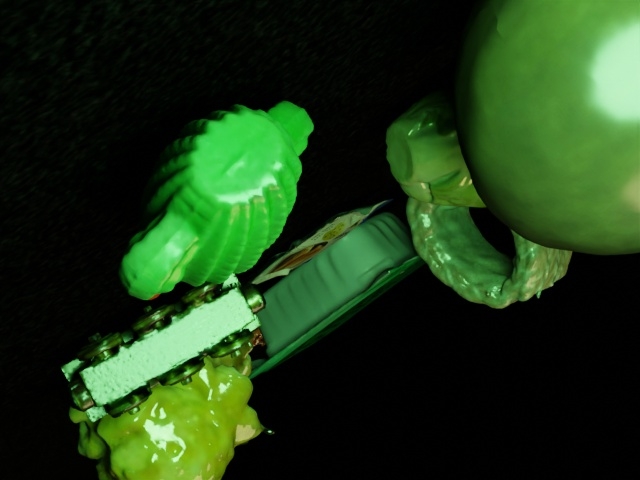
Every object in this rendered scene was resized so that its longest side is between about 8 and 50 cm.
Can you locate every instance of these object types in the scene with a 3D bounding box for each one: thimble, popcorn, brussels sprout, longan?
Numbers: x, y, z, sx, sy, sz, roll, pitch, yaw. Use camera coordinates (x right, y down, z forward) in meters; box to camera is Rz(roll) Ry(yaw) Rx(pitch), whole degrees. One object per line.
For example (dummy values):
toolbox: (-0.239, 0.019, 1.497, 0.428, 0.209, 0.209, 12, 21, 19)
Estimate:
thimble: (0.235, -0.025, 1.573, 0.196, 0.229, 0.148, -16, -176, 39)
popcorn: (-0.183, 0.199, 1.317, 0.253, 0.191, 0.190, -42, -168, -24)
brussels sprout: (0.160, -0.103, 1.089, 0.145, 0.131, 0.183, 18, -142, 37)
longan: (0.231, -0.129, 0.826, 0.300, 0.243, 0.300, -42, 144, -41)

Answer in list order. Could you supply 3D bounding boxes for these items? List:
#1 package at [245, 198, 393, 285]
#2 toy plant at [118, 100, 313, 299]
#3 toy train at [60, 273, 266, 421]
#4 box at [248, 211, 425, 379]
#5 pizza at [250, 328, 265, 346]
package: (0.000, 0.000, 1.470, 0.171, 0.027, 0.173, -38, 169, 30)
toy plant: (-0.062, -0.027, 0.729, 0.155, 0.088, 0.240, -50, 179, 6)
toy train: (-0.165, 0.109, 1.181, 0.225, 0.090, 0.137, -28, -177, -15)
box: (0.022, 0.068, 1.729, 0.336, 0.106, 0.264, -39, 173, 30)
pizza: (-0.100, 0.165, 2.063, 0.185, 0.052, 0.195, -36, 174, 35)
